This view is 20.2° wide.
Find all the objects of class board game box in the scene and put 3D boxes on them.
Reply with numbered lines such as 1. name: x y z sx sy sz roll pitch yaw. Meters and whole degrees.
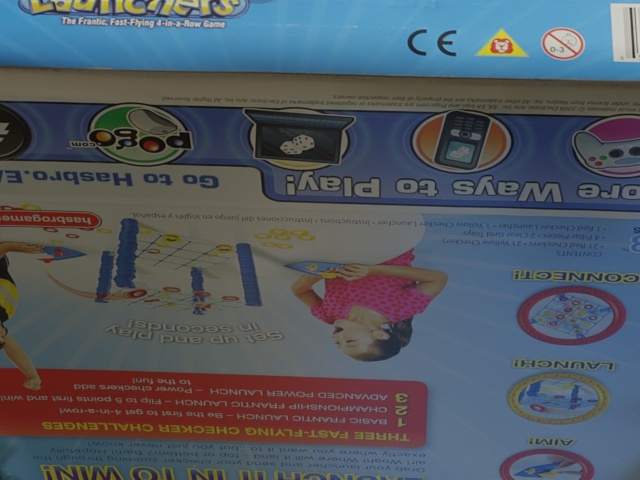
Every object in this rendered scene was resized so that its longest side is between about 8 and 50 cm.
1. board game box: 0.000 0.000 0.732 0.302 0.308 0.086 88 5 -55
